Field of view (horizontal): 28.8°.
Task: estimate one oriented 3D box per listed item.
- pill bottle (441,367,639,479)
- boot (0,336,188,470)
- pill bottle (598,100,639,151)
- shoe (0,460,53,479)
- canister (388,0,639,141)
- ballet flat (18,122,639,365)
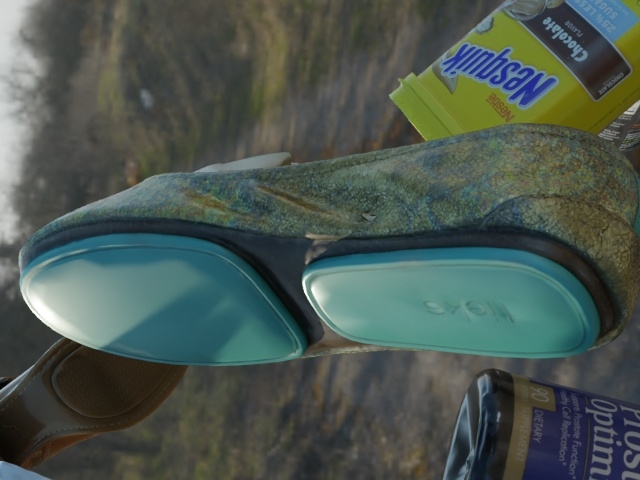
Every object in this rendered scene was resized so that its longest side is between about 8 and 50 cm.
[{"bbox_3d":[0.191,0.163,0.778,0.123,0.219,0.122,-166,90,-89],"label":"pill bottle"},{"bbox_3d":[-0.267,0.160,1.220,0.283,0.109,0.220,-43,13,-18],"label":"boot"},{"bbox_3d":[0.320,-0.195,1.261,0.245,0.131,0.130,102,171,-68],"label":"pill bottle"},{"bbox_3d":[-0.235,0.203,0.889,0.178,0.063,0.081,-4,58,46],"label":"shoe"},{"bbox_3d":[0.144,-0.109,0.818,0.170,0.073,0.126,-40,43,7],"label":"canister"},{"bbox_3d":[0.000,0.000,0.639,0.123,0.349,0.123,6,-98,-56],"label":"ballet flat"}]
